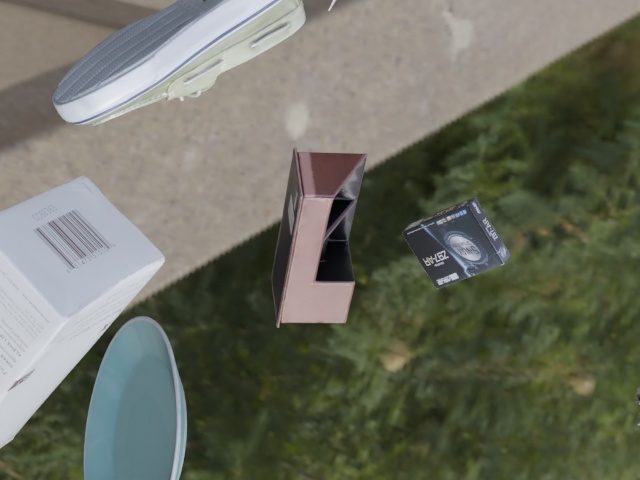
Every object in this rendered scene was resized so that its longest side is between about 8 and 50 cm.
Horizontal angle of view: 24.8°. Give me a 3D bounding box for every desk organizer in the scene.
[{"bbox_3d":[0.000,0.000,0.991,0.130,0.050,0.047,101,-14,-46],"label":"desk organizer"}]

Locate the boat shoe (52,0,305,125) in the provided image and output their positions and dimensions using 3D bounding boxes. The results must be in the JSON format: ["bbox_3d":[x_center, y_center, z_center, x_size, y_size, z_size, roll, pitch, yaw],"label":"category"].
[{"bbox_3d":[-0.144,-0.201,1.579,0.302,0.109,0.094,-32,124,-7],"label":"boat shoe"}]

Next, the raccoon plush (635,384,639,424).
[{"bbox_3d":[0.413,0.177,1.175,0.216,0.299,0.447,-71,156,-49],"label":"raccoon plush"}]

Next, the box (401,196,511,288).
[{"bbox_3d":[0.127,0.003,1.364,0.067,0.083,0.018,58,40,-12],"label":"box"}]

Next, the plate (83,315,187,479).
[{"bbox_3d":[-0.141,0.154,1.140,0.024,0.188,0.188,10,98,-29],"label":"plate"}]

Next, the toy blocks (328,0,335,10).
[{"bbox_3d":[0.087,-0.377,1.262,0.289,0.308,0.260,110,-1,-50],"label":"toy blocks"}]

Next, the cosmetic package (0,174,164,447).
[{"bbox_3d":[-0.385,0.120,1.730,0.385,0.156,0.217,-49,172,33],"label":"cosmetic package"}]
